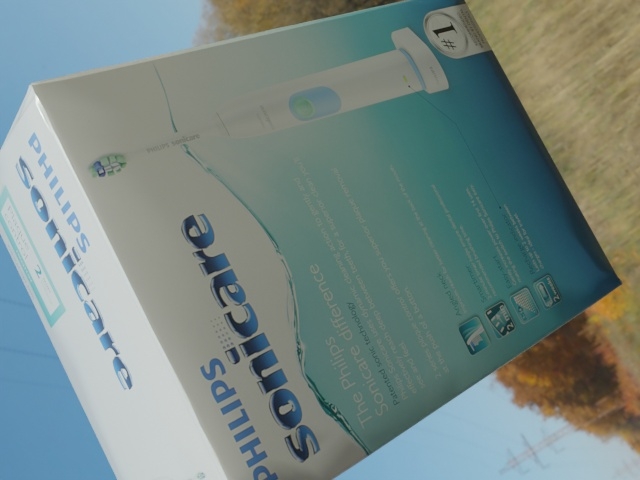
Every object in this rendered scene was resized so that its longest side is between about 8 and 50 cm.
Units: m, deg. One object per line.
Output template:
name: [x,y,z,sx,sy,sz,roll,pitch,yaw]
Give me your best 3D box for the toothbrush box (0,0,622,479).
toothbrush box: [0.000,0.000,0.480,0.295,0.126,0.216,-24,-96,-38]
